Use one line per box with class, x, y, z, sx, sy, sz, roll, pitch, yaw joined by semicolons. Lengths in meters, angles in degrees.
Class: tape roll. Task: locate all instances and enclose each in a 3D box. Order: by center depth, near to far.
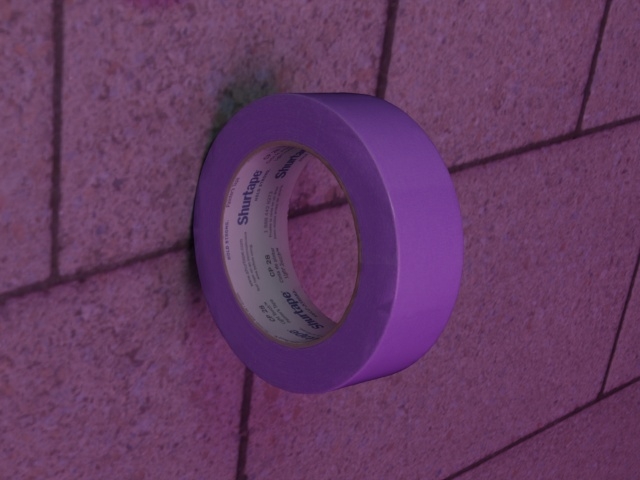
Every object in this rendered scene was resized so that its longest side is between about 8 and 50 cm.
tape roll;0.000;0.000;1.099;0.090;0.275;0.275;-9;121;-43
